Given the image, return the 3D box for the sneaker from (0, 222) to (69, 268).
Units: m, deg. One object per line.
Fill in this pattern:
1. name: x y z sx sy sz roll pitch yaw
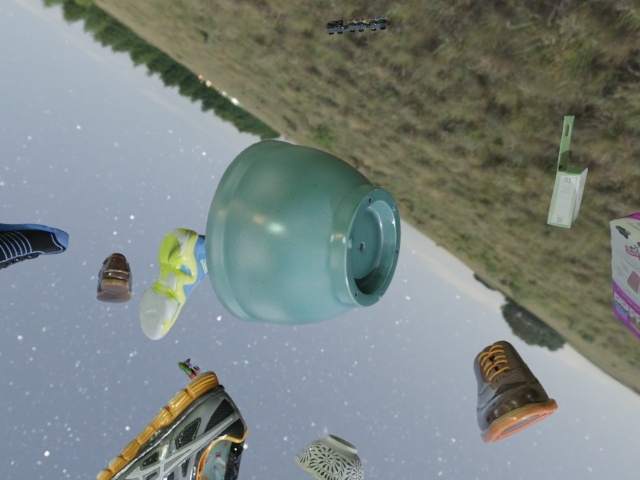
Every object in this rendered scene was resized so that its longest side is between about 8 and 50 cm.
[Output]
1. sneaker: -0.555 0.017 0.988 0.232 0.081 0.090 9 -113 -50

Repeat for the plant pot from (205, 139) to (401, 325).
1. plant pot: 0.000 0.000 0.851 0.196 0.293 0.293 9 172 32

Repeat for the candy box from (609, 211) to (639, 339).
1. candy box: 0.620 0.084 1.054 0.159 0.071 0.233 -105 -4 -61

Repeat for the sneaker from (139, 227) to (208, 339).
1. sneaker: -0.273 0.089 1.128 0.091 0.240 0.126 34 -159 29

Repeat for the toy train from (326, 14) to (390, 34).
1. toy train: 0.092 -0.533 1.392 0.027 0.158 0.036 81 -175 -57

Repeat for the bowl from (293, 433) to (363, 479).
1. bowl: 0.032 0.484 1.255 0.170 0.080 0.170 24 170 4

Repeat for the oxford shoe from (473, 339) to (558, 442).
1. oxford shoe: 0.304 0.246 0.955 0.132 0.130 0.364 63 -170 15

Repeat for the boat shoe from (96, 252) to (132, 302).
1. boat shoe: -0.433 0.084 1.196 0.073 0.073 0.207 5 160 -24

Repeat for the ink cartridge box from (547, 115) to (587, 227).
1. ink cartridge box: 0.566 -0.159 1.271 0.056 0.235 0.171 14 -163 27

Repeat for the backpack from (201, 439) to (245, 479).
1. backpack: -0.272 0.486 1.313 0.182 0.151 0.115 12 174 -6

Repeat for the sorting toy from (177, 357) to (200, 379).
1. sorting toy: -0.388 0.377 1.680 0.061 0.042 0.102 27 153 30

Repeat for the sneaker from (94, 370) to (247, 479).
1. sneaker: -0.166 0.237 0.581 0.083 0.215 0.084 43 176 5
